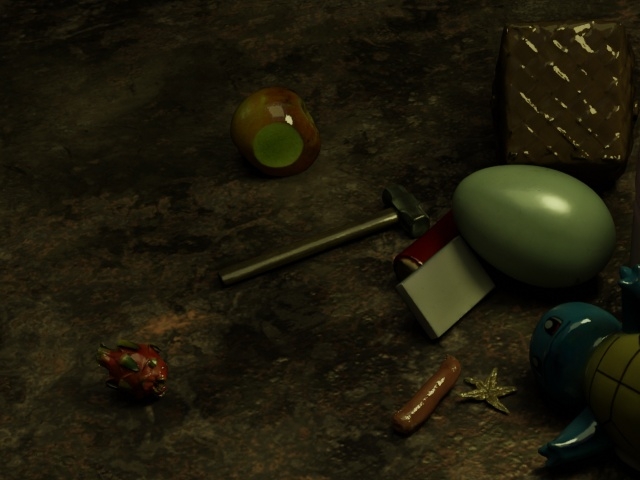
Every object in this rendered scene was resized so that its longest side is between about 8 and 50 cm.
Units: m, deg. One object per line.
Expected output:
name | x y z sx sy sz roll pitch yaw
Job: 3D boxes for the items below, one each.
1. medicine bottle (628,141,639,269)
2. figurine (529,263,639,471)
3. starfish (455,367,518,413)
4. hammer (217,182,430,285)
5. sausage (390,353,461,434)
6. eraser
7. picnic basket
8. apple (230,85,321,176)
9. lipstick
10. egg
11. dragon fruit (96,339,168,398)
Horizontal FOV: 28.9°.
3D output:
medicine bottle | 0.556 -0.013 1.813 0.202 0.316 0.202 -5 41 4
figurine | 0.459 0.197 1.662 0.416 0.298 0.243 23 15 28
starfish | 0.243 0.223 1.814 0.092 0.016 0.086 -8 38 -9
hammer | 0.000 0.000 2.093 0.365 0.043 0.111 -20 42 -13
sausage | 0.159 0.223 1.809 0.042 0.036 0.158 44 55 2
eraser | 0.197 0.073 1.941 0.150 0.104 0.023 -37 4 -32
picnic basket | 0.420 -0.235 2.146 0.254 0.291 0.321 1 -3 12
apple | -0.085 -0.198 2.277 0.147 0.163 0.146 -28 26 10
lipstick | 0.218 -0.007 2.038 0.080 0.080 0.241 25 50 32
egg | 0.333 -0.026 1.950 0.264 0.183 0.183 21 45 4
dragon fruit | -0.285 0.192 1.871 0.116 0.086 0.081 10 18 3
